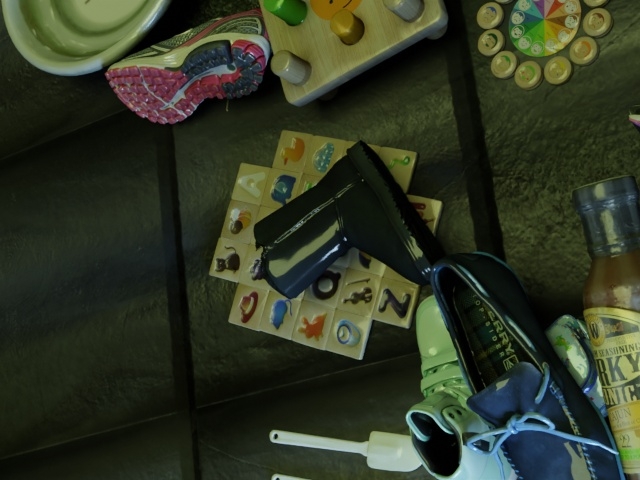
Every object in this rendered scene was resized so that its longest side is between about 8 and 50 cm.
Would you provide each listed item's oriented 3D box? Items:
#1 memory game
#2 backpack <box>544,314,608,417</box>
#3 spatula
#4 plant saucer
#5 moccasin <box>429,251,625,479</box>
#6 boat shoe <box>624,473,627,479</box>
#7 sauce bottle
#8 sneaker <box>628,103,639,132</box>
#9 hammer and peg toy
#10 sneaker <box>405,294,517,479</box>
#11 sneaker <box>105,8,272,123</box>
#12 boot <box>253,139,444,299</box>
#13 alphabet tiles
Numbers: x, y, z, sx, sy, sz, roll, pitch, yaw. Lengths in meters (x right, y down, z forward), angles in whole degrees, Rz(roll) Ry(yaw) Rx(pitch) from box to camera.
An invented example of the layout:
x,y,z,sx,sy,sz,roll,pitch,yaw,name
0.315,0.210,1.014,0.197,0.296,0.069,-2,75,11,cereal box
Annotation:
x,y,z,sx,sy,sz,roll,pitch,yaw,name
0.283,-0.281,1.518,0.186,0.012,0.186,-9,73,32,memory game
0.285,0.155,1.367,0.105,0.084,0.114,-45,63,21,backpack
0.023,0.325,1.537,0.242,0.019,0.168,0,80,33,spatula
-0.339,-0.444,1.913,0.400,0.100,0.401,-9,73,31,plant saucer
0.202,0.168,1.300,0.138,0.117,0.342,-45,58,27,moccasin
0.308,0.269,1.349,0.135,0.050,0.045,36,105,41,boat shoe
0.344,0.103,1.285,0.111,0.111,0.344,-17,82,29,sauce bottle
0.443,-0.152,1.355,0.178,0.072,0.077,2,74,22,sneaker
0.022,-0.394,1.646,0.266,0.127,0.361,-26,66,26,hammer and peg toy
0.150,0.168,1.411,0.094,0.151,0.256,-29,63,26,sneaker
-0.189,-0.258,1.775,0.299,0.121,0.112,-8,45,33,sneaker
0.031,0.015,1.545,0.207,0.094,0.246,-41,53,14,boot
0.000,0.000,1.637,0.342,0.011,0.285,13,86,35,alphabet tiles
